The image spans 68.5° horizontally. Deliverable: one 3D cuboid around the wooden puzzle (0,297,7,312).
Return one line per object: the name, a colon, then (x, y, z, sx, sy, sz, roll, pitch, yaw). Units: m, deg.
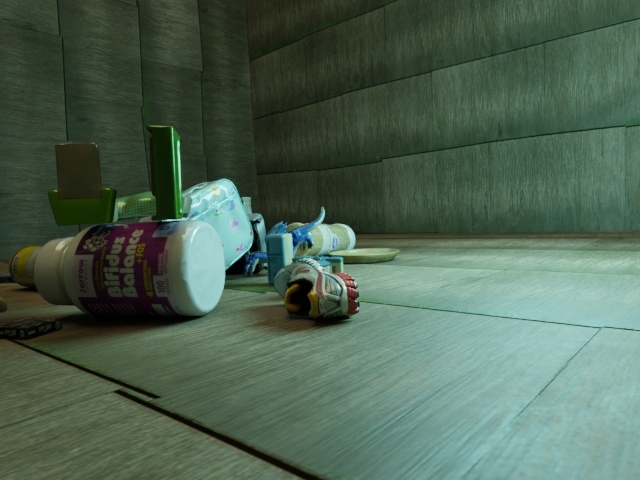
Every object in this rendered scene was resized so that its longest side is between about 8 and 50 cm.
wooden puzzle: (-0.765, 0.130, 0.770, 0.322, 0.081, 0.347, 0, 0, 36)

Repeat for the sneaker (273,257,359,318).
sneaker: (-0.030, 0.080, 0.798, 0.092, 0.088, 0.225, -6, 4, -29)

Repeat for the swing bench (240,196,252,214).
swing bench: (-0.404, -0.059, 2.063, 0.254, 0.254, 0.165, -6, 5, -32)

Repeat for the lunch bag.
lunch bag: (-0.300, -0.021, 1.164, 0.107, 0.224, 0.279, 1, 29, 33)

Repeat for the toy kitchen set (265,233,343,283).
toy kitchen set: (-0.065, 0.049, 1.055, 0.207, 0.122, 0.166, -1, 4, 32)

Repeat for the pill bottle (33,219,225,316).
pill bottle: (-0.340, 0.052, 0.845, 0.301, 0.169, 0.169, -3, 3, 12)

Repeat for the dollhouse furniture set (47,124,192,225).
dollhouse furniture set: (-0.354, -0.111, 0.880, 0.197, 0.152, 0.301, -4, 4, -10)

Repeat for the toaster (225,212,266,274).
toaster: (-0.243, 0.008, 1.400, 0.185, 0.168, 0.110, -3, 17, 7)

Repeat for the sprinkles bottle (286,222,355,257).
sprinkles bottle: (0.000, 0.000, 1.654, 0.121, 0.121, 0.355, -1, 0, 28)

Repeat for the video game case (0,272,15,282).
video game case: (-0.894, 0.112, 1.548, 0.274, 0.026, 0.196, -3, 3, 13)

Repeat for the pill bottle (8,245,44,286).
pill bottle: (-0.740, 0.073, 1.286, 0.214, 0.117, 0.117, -1, 4, 31)

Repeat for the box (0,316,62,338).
box: (-0.475, 0.140, 0.756, 0.083, 0.018, 0.067, -2, 3, 16)

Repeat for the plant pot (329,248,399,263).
plant pot: (0.146, 0.052, 1.577, 0.236, 0.033, 0.236, -3, 3, 0)

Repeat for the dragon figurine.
dragon figurine: (-0.101, -0.003, 1.312, 0.144, 0.289, 0.085, 35, -5, -15)

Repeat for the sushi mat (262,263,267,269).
sushi mat: (-0.120, 0.072, 1.594, 0.151, 0.019, 0.316, -4, 3, 7)
